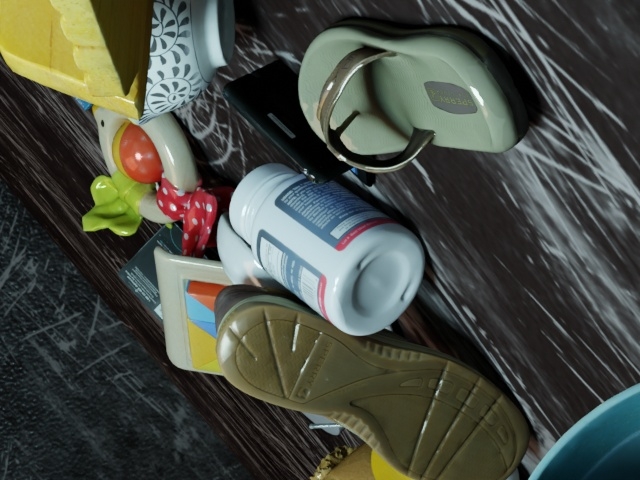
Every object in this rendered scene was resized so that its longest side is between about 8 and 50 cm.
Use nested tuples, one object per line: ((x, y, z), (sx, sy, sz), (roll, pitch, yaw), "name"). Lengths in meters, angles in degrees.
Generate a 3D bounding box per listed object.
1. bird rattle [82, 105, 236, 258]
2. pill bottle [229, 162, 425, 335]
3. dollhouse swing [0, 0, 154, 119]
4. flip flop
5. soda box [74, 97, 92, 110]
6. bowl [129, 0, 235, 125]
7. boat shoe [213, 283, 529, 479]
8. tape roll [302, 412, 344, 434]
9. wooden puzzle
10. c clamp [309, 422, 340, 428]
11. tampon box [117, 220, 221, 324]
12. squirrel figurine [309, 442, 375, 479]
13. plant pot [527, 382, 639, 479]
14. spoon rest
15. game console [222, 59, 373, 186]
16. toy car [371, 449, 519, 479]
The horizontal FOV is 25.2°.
((-0.199, -0.074, 1.685), (0.253, 0.143, 0.207), (18, 131, 58), "bird rattle")
((0.000, 0.000, 1.306), (0.180, 0.108, 0.108), (36, 161, 42), "pill bottle")
((-0.282, -0.283, 0.945), (0.304, 0.315, 0.347), (1, 157, 3), "dollhouse swing")
((0.045, -0.089, 0.994), (0.112, 0.080, 0.277), (54, 165, -21), "flip flop")
((-0.307, -0.253, 1.631), (0.210, 0.067, 0.071), (50, 165, -8), "soda box")
((-0.115, -0.180, 1.175), (0.080, 0.170, 0.170), (0, 152, 7), "bowl")
((0.047, 0.131, 1.374), (0.342, 0.123, 0.123), (23, -168, -20), "boat shoe")
((-0.026, 0.147, 1.842), (0.219, 0.072, 0.219), (45, 165, 15), "tape roll")
((-0.075, 0.105, 1.642), (0.238, 0.044, 0.221), (12, 143, 9), "wooden puzzle")
((0.041, 0.179, 1.658), (0.161, 0.137, 0.022), (75, -165, -51), "c clamp")
((-0.171, 0.054, 1.877), (0.120, 0.101, 0.161), (46, -176, 11), "tampon box")
((0.083, 0.405, 1.820), (0.397, 0.281, 0.370), (19, 141, 58), "squirrel figurine")
((0.276, 0.247, 0.869), (0.271, 0.272, 0.255), (37, 176, 39), "plant pot")
((-0.008, 0.058, 1.467), (0.276, 0.084, 0.137), (45, -176, -39), "spoon rest")
((-0.018, -0.087, 1.216), (0.122, 0.107, 0.071), (44, 137, 16), "game console")
((0.145, 0.274, 1.576), (0.182, 0.159, 0.136), (38, -163, 35), "toy car")
